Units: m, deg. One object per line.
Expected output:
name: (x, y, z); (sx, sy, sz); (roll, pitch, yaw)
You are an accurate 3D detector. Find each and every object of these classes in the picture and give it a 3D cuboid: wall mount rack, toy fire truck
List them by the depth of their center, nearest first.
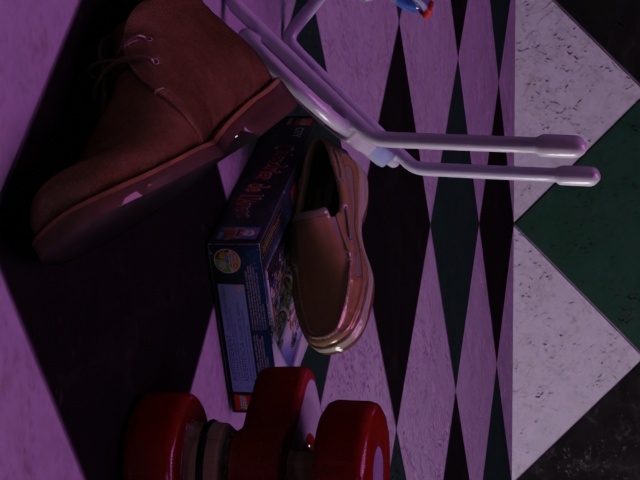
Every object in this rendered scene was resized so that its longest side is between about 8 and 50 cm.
toy fire truck: (-0.040, 0.251, 1.207); (0.302, 0.169, 0.254); (-77, 163, -46)
wall mount rack: (0.074, -0.120, 1.468); (0.130, 0.304, 0.350); (-48, 168, 6)

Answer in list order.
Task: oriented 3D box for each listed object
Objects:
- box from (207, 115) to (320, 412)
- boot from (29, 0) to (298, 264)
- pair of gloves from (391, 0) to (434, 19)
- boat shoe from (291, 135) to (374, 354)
box: (-0.036, 0.015, 1.492); (0.233, 0.044, 0.159); (-68, 154, -59)
boot: (-0.116, -0.075, 1.096); (0.115, 0.112, 0.305); (57, 25, -8)
pair of gloves: (0.033, -0.251, 1.576); (0.023, 0.159, 0.198); (-51, -173, 5)
boat shoe: (0.000, 0.000, 1.433); (0.072, 0.068, 0.190); (54, 27, -49)
